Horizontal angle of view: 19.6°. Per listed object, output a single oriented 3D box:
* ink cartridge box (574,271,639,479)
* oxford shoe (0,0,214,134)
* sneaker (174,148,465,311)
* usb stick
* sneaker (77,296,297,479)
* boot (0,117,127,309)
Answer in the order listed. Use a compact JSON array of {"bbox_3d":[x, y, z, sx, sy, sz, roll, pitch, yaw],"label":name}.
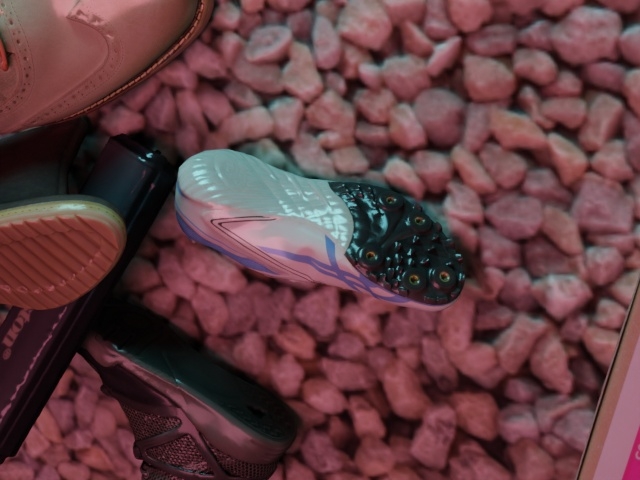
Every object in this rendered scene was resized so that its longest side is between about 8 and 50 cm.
[{"bbox_3d":[0.251,0.089,1.203,0.088,0.193,0.235,24,120,21],"label":"ink cartridge box"},{"bbox_3d":[-0.271,-0.133,1.414,0.397,0.146,0.140,-19,99,17],"label":"oxford shoe"},{"bbox_3d":[0.000,0.000,1.392,0.237,0.085,0.086,21,145,18],"label":"sneaker"},{"bbox_3d":[-0.204,0.044,1.464,0.077,0.045,0.278,33,94,39],"label":"usb stick"},{"bbox_3d":[-0.140,0.141,1.516,0.227,0.087,0.130,34,116,8],"label":"sneaker"},{"bbox_3d":[-0.221,-0.035,1.420,0.248,0.207,0.090,-19,123,34],"label":"boot"}]
